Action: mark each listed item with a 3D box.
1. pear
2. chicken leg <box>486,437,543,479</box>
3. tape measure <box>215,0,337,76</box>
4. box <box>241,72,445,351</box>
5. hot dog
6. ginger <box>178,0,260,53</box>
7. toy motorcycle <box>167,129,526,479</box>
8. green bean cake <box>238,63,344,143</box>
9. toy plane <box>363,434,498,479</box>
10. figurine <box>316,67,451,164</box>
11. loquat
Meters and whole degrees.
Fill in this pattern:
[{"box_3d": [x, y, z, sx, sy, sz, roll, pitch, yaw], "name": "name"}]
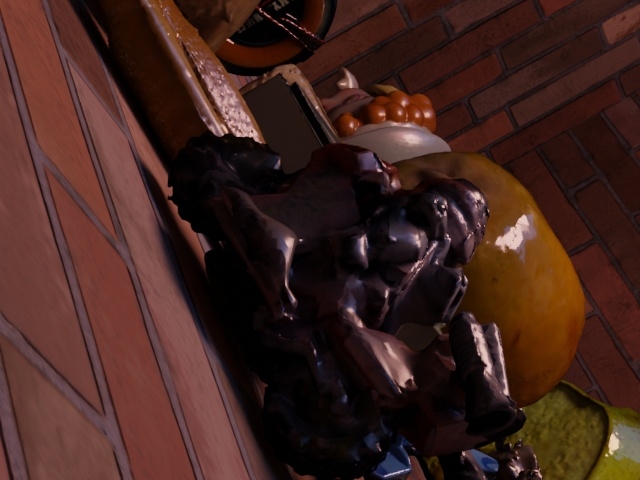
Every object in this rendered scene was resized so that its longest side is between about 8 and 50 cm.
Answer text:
[{"box_3d": [0.262, 0.270, 1.788, 0.164, 0.255, 0.238, 56, 1, -37], "name": "pear"}, {"box_3d": [0.122, 0.248, 1.130, 0.125, 0.080, 0.196, -85, -179, -46], "name": "chicken leg"}, {"box_3d": [-0.087, -0.306, 1.827, 0.223, 0.202, 0.135, 52, 11, -32], "name": "tape measure"}, {"box_3d": [0.000, 0.000, 1.348, 0.225, 0.117, 0.225, 62, 4, 19], "name": "box"}, {"box_3d": [-0.088, -0.075, 1.171, 0.289, 0.068, 0.083, 63, 26, -3], "name": "hot dog"}, {"box_3d": [-0.117, -0.265, 1.325, 0.304, 0.155, 0.245, -153, -113, -74], "name": "ginger"}, {"box_3d": [0.047, 0.070, 0.973, 0.134, 0.207, 0.401, 101, -28, -47], "name": "toy motorcycle"}, {"box_3d": [-0.030, -0.098, 1.704, 0.179, 0.109, 0.085, 61, 5, 5], "name": "green bean cake"}, {"box_3d": [0.021, 0.106, 1.132, 0.246, 0.169, 0.078, 32, -65, 51], "name": "toy plane"}, {"box_3d": [0.047, -0.122, 2.040, 0.205, 0.224, 0.382, 63, 3, -24], "name": "figurine"}, {"box_3d": [0.142, 0.054, 1.618, 0.276, 0.276, 0.284, -114, -168, -52], "name": "loquat"}]
